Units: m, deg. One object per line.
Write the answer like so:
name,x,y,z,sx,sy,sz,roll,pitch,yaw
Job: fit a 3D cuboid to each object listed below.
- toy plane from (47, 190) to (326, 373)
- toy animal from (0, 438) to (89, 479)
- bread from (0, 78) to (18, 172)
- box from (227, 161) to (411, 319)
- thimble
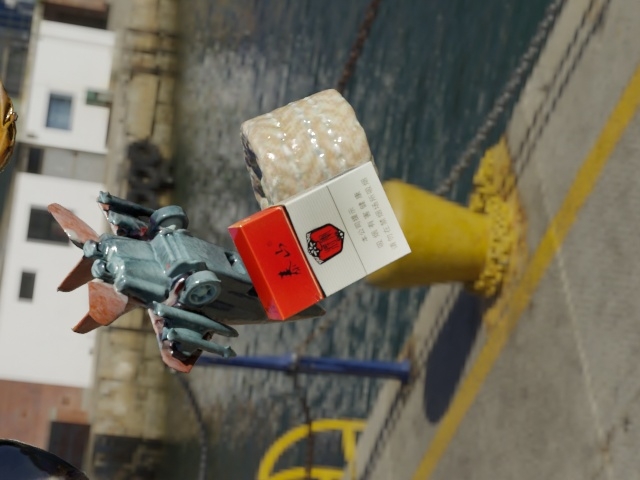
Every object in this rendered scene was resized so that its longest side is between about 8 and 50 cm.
toy plane,-0.105,0.041,1.229,0.104,0.326,0.223,-55,47,30
toy animal,-0.351,0.360,1.196,0.310,0.251,0.251,-50,-16,-48
bread,-0.495,-0.147,1.659,0.104,0.199,0.199,-169,87,-75
box,0.000,0.000,1.225,0.100,0.152,0.048,65,156,-5
thimble,-0.013,-0.074,1.616,0.229,0.148,0.196,99,151,-73
